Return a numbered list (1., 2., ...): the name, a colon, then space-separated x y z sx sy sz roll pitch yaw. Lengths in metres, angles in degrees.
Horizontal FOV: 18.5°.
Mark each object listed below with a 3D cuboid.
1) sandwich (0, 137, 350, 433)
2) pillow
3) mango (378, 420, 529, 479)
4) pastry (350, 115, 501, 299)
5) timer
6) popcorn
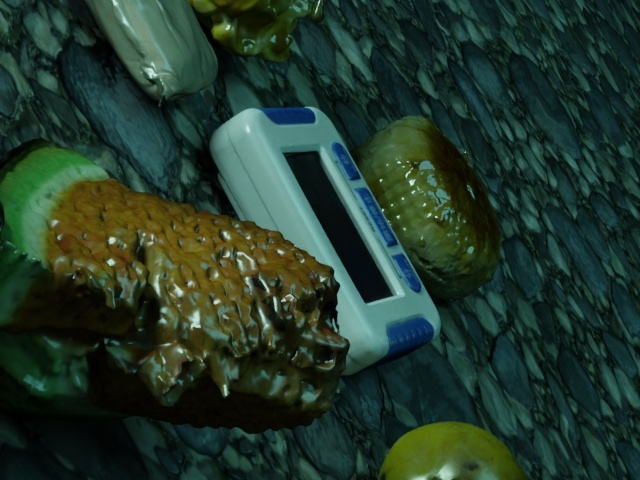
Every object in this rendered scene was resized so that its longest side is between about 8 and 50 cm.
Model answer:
1. sandwich: -0.123 0.058 1.352 0.301 0.162 0.250 22 19 -10
2. pillow: -0.177 -0.242 1.731 0.270 0.067 0.173 60 17 1
3. mango: 0.143 0.271 1.692 0.262 0.130 0.167 60 17 -15
4. pastry: 0.119 -0.035 2.061 0.192 0.093 0.182 64 20 13
5. timer: 0.000 0.000 1.790 0.253 0.078 0.178 62 25 9
6. popcorn: -0.078 -0.256 1.857 0.180 0.170 0.180 16 90 -73
